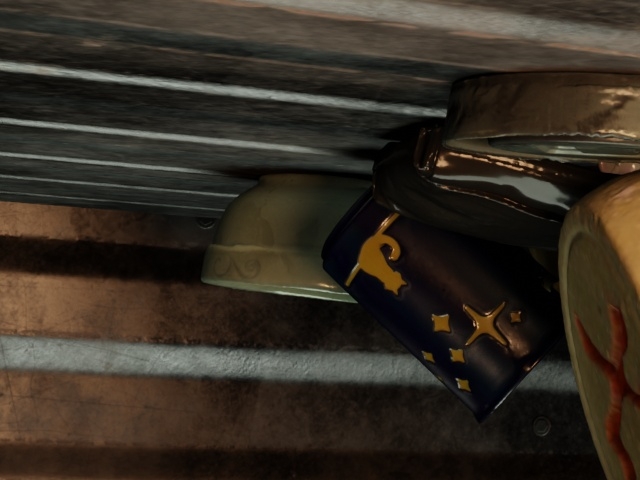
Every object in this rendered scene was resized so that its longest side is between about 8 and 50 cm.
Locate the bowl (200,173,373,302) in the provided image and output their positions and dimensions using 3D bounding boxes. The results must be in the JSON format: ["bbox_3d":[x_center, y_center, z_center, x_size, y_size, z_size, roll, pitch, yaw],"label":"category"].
[{"bbox_3d":[0.000,0.000,2.106,0.307,0.163,0.307,4,178,0],"label":"bowl"}]

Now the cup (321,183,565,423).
[{"bbox_3d":[0.168,0.018,1.733,0.256,0.255,0.178,44,-179,8],"label":"cup"}]

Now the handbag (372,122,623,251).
[{"bbox_3d":[0.181,-0.041,1.501,0.247,0.080,0.223,14,177,-9],"label":"handbag"}]

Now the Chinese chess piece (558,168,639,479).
[{"bbox_3d":[0.302,0.106,1.292,0.140,0.338,0.338,-12,179,-5],"label":"Chinese chess piece"}]

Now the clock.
[{"bbox_3d":[0.202,-0.086,1.176,0.226,0.049,0.226,2,178,0],"label":"clock"}]

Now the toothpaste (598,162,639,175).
[{"bbox_3d":[0.341,-0.069,1.590,0.052,0.033,0.218,11,-174,39],"label":"toothpaste"}]

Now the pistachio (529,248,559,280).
[{"bbox_3d":[0.329,0.015,1.825,0.163,0.213,0.260,-29,-161,-12],"label":"pistachio"}]
